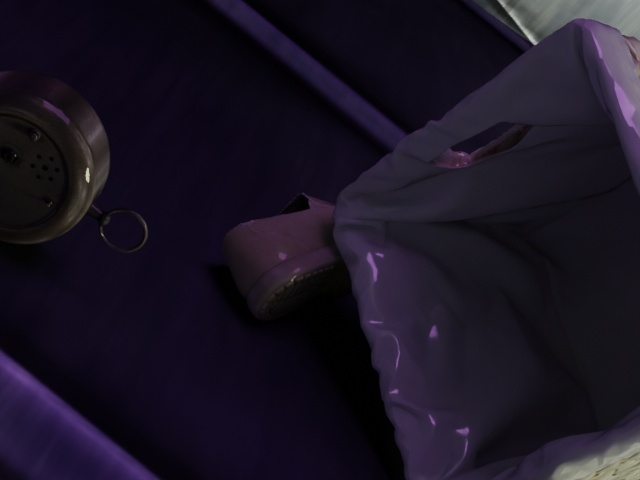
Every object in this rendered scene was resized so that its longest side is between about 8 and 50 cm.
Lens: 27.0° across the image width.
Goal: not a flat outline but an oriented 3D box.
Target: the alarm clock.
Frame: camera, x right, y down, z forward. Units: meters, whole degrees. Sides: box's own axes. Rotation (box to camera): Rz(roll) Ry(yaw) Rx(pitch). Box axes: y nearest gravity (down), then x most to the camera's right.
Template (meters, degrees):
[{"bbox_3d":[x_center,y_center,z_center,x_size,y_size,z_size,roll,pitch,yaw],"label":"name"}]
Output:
[{"bbox_3d":[-0.216,-0.051,1.031,0.192,0.129,0.064,34,24,-12],"label":"alarm clock"}]

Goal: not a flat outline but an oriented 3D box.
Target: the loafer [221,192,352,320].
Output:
[{"bbox_3d":[0.000,0.000,1.287,0.092,0.102,0.268,51,27,12],"label":"loafer"}]

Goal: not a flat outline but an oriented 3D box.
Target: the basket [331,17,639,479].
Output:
[{"bbox_3d":[0.233,0.042,1.142,0.266,0.328,0.331,5,61,-41],"label":"basket"}]
